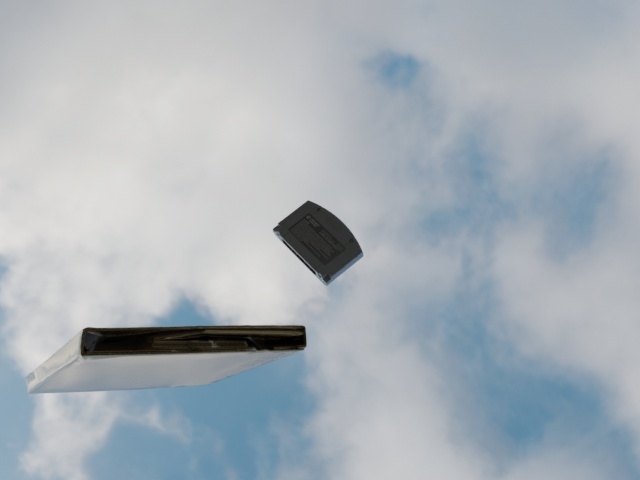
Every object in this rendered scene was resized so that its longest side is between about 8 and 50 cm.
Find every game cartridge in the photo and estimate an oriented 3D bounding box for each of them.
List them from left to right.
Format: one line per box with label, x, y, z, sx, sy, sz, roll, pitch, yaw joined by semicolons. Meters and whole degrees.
game cartridge;0.000;0.000;0.795;0.056;0.017;0.083;-39;-117;-11

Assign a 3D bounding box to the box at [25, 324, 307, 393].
box;-0.128;0.095;0.642;0.164;0.201;0.021;2;-107;-29
